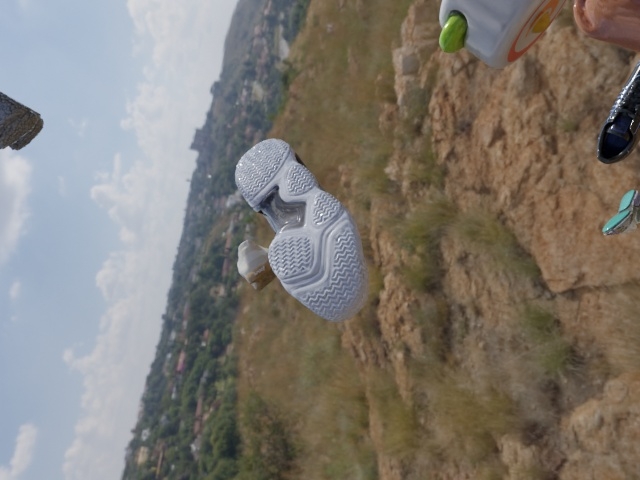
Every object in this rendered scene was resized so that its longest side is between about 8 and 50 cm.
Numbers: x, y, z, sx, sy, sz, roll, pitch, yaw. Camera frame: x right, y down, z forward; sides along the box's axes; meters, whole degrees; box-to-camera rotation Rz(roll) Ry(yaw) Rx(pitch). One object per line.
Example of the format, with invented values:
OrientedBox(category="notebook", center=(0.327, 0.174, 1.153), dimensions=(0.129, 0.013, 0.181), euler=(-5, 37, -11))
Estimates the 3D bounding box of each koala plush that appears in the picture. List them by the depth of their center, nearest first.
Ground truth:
OrientedBox(category="koala plush", center=(-0.577, -0.151, 0.887), dimensions=(0.221, 0.203, 0.196), euler=(-60, 21, -2))

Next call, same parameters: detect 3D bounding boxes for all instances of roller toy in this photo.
OrientedBox(category="roller toy", center=(0.300, -0.380, 0.908), dimensions=(0.191, 0.146, 0.209), euler=(-32, -21, -43))

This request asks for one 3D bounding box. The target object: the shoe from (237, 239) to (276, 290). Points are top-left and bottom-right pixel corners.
OrientedBox(category="shoe", center=(-0.098, 0.038, 0.964), dimensions=(0.076, 0.058, 0.219), euler=(-40, -6, -5))

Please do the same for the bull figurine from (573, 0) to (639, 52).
OrientedBox(category="bull figurine", center=(0.400, -0.207, 0.518), dimensions=(0.189, 0.310, 0.101), euler=(-64, -14, 9))

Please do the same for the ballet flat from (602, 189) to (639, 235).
OrientedBox(category="ballet flat", center=(0.478, -0.035, 0.897), dimensions=(0.114, 0.041, 0.041), euler=(-43, -7, -32))

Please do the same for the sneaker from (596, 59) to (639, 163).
OrientedBox(category="sneaker", center=(0.602, -0.250, 1.103), dimensions=(0.081, 0.090, 0.233), euler=(31, 129, 30))

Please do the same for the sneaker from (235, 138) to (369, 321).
OrientedBox(category="sneaker", center=(0.000, 0.000, 0.686), dimensions=(0.101, 0.153, 0.269), euler=(-36, 52, 6))
